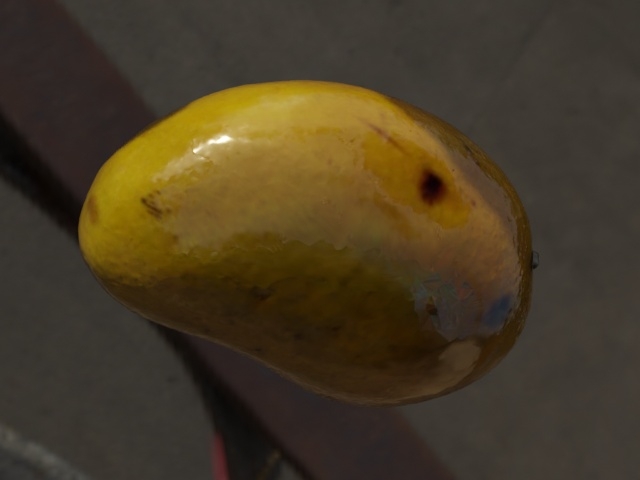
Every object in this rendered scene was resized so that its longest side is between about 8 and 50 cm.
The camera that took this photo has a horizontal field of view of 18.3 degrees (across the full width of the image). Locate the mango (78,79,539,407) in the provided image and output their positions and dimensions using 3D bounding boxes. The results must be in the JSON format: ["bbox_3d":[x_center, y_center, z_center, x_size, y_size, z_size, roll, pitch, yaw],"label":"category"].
[{"bbox_3d":[0.003,-0.002,0.732,0.178,0.115,0.090,26,18,-26],"label":"mango"}]
